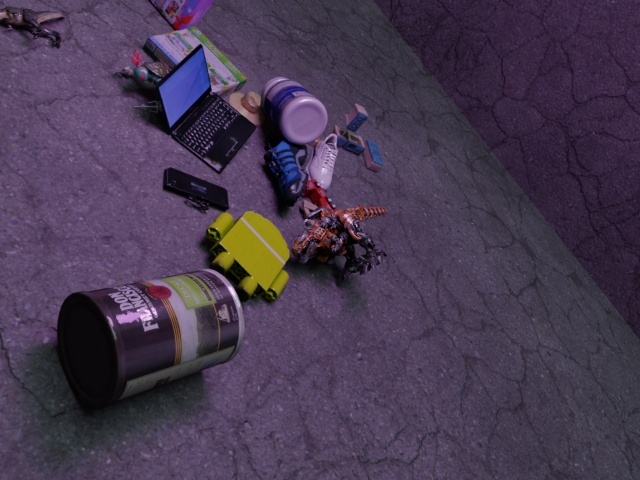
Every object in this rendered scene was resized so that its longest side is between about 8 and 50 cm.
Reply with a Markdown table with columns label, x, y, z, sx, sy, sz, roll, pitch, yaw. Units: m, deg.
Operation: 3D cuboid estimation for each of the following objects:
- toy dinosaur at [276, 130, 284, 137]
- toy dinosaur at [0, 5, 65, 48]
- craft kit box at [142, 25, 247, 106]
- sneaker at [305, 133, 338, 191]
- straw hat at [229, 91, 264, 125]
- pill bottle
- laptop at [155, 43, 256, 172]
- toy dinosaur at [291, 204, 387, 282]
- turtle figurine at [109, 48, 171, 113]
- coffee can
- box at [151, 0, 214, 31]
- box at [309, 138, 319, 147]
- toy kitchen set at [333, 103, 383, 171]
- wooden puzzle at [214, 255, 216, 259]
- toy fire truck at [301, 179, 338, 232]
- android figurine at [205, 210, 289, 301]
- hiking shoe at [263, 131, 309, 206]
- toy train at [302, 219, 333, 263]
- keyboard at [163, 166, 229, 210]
| label | x | y | z | sx | sy | sz | roll | pitch | yaw |
| --- | --- | --- | --- | --- | --- | --- | --- | --- | --- |
| toy dinosaur | -0.104 | -0.349 | 1.920 | 0.082 | 0.047 | 0.090 | -16 | 78 | -31 |
| toy dinosaur | -0.728 | -0.553 | 1.471 | 0.118 | 0.064 | 0.268 | 44 | 32 | 8 |
| craft kit box | -0.389 | -0.556 | 1.818 | 0.250 | 0.061 | 0.246 | 46 | 38 | -2 |
| sneaker | 0.013 | -0.261 | 1.907 | 0.090 | 0.095 | 0.235 | 28 | 41 | -26 |
| straw hat | -0.225 | -0.449 | 1.873 | 0.145 | 0.061 | 0.144 | 27 | 39 | -25 |
| pill bottle | -0.093 | -0.422 | 1.835 | 0.153 | 0.153 | 0.264 | 18 | 22 | -33 |
| laptop | -0.308 | -0.369 | 1.612 | 0.264 | 0.137 | 0.234 | 38 | 51 | -11 |
| toy dinosaur | 0.073 | -0.013 | 1.597 | 0.322 | 0.164 | 0.218 | -30 | 92 | -11 |
| turtle figurine | -0.452 | -0.440 | 1.600 | 0.175 | 0.118 | 0.234 | 56 | 31 | 13 |
| coffee can | -0.311 | 0.171 | 1.077 | 0.275 | 0.201 | 0.201 | -10 | 64 | -50 |
| box | -0.422 | -0.840 | 1.849 | 0.201 | 0.293 | 0.057 | 49 | 30 | 3 |
| box | -0.065 | -0.385 | 2.002 | 0.136 | 0.028 | 0.081 | 25 | 41 | -30 |
| toy kitchen set | 0.171 | -0.375 | 2.111 | 0.207 | 0.166 | 0.122 | 17 | 45 | -34 |
| wooden puzzle | -0.225 | 0.022 | 1.464 | 0.079 | 0.014 | 0.116 | 33 | 38 | -18 |
| toy fire truck | -0.016 | -0.097 | 1.761 | 0.135 | 0.047 | 0.192 | -19 | 69 | -50 |
| android figurine | -0.174 | 0.031 | 1.450 | 0.248 | 0.056 | 0.272 | 46 | 34 | -13 |
| hiking shoe | -0.116 | -0.210 | 1.733 | 0.132 | 0.113 | 0.304 | 22 | 32 | -19 |
| toy train | 0.000 | 0.000 | 1.655 | 0.166 | 0.046 | 0.125 | 15 | 81 | -36 |
| keyboard | -0.321 | -0.124 | 1.502 | 0.180 | 0.023 | 0.108 | 20 | 37 | -31 |
